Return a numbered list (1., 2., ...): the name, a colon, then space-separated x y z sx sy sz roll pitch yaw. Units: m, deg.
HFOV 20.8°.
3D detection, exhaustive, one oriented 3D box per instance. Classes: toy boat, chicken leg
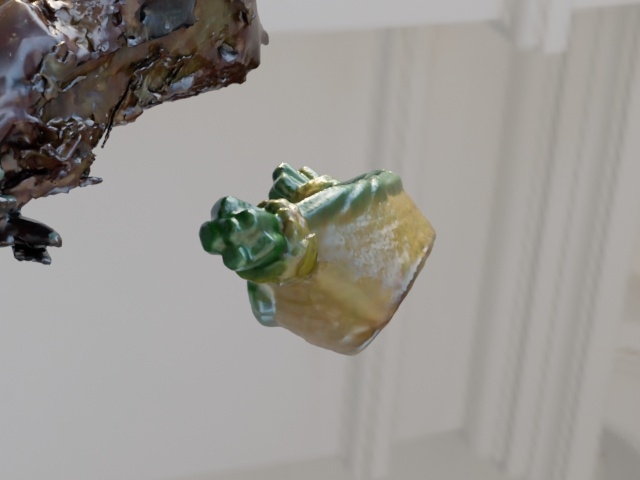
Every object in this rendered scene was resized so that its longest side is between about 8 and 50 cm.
1. toy boat: 0.000 0.000 0.801 0.089 0.088 0.229 -54 180 8
2. chicken leg: -0.086 -0.065 0.662 0.063 0.234 0.105 24 -47 19
